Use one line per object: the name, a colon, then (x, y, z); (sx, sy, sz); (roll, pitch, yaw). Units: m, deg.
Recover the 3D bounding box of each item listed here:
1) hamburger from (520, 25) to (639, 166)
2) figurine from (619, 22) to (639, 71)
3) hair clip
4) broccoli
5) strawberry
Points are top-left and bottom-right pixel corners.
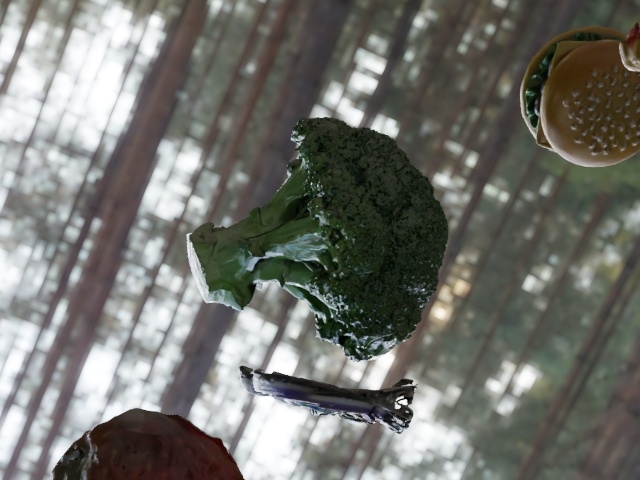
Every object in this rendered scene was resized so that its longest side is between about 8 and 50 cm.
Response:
hamburger: (0.304, -0.158, 2.093); (0.162, 0.162, 0.115); (18, -165, -18)
figurine: (0.295, -0.196, 1.576); (0.121, 0.122, 0.176); (38, 178, 39)
hair clip: (0.005, 0.144, 1.786); (0.172, 0.049, 0.116); (12, 166, -1)
broccoli: (0.000, 0.000, 1.920); (0.270, 0.270, 0.270); (-10, -153, -7)
strawberry: (-0.147, 0.337, 1.626); (0.292, 0.310, 0.291); (-6, -135, 6)
